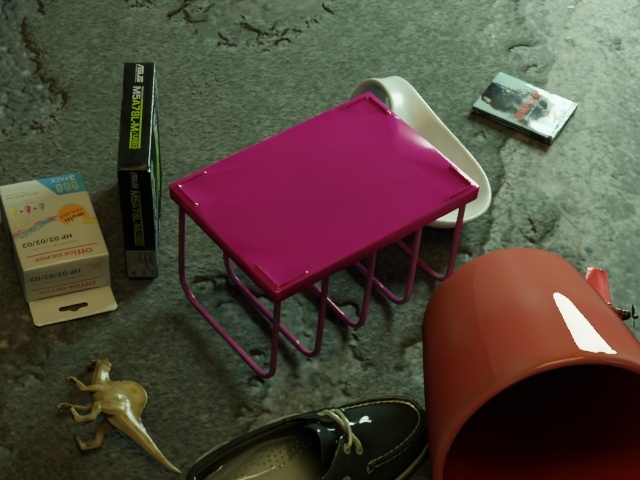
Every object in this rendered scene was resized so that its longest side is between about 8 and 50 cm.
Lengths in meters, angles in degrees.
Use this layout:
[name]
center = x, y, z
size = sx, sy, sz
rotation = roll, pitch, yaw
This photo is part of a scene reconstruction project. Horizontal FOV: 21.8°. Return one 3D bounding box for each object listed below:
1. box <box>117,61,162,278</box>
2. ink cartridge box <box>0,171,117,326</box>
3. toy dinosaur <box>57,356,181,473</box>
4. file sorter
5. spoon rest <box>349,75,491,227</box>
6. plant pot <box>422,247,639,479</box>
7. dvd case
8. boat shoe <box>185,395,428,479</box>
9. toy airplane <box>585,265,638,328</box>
[box]
center = -0.214, -0.083, 1.979
size = 0.045, 0.190, 0.184
rotation = 1, 46, -1
[ink cartridge box]
center = -0.312, 0.008, 1.972
size = 0.104, 0.061, 0.181
rotation = -12, 50, -16
[toy dinosaur]
center = -0.228, 0.189, 1.818
size = 0.092, 0.053, 0.183
rotation = -22, 52, -25
[file sorter]
center = 0.000, 0.000, 1.926
size = 0.291, 0.182, 0.202
rotation = -27, 54, -28
[spoon rest]
center = 0.119, -0.119, 2.111
size = 0.137, 0.084, 0.276
rotation = -10, 47, -24
[plant pot]
center = 0.227, 0.154, 1.766
size = 0.275, 0.275, 0.243
rotation = -3, 37, -8
[dvd case]
center = 0.275, -0.179, 2.232
size = 0.119, 0.013, 0.087
rotation = 26, 50, 17
[boat shoe]
center = -0.007, 0.233, 1.770
size = 0.302, 0.091, 0.114
rotation = -25, 54, -25
[toy airplane]
center = 0.306, 0.077, 1.986
size = 0.151, 0.028, 0.151
rotation = 2, 48, -3
